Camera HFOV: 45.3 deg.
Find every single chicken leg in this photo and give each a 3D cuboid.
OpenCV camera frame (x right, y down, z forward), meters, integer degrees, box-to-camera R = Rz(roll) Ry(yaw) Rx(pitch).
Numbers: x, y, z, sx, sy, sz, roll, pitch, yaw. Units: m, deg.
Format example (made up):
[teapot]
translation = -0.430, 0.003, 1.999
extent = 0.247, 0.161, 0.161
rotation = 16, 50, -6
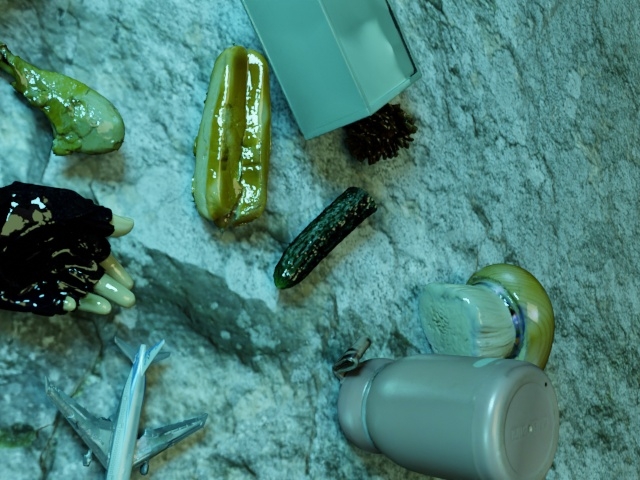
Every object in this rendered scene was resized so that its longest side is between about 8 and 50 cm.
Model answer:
[chicken leg]
translation = -0.308, -0.157, 0.879
extent = 0.178, 0.070, 0.093
rotation = 41, 66, -21

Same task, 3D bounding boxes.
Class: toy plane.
[toy plane]
translation = -0.227, 0.224, 0.898
extent = 0.226, 0.058, 0.226
rotation = 25, 72, -40

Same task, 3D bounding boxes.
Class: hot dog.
[hot dog]
translation = -0.116, -0.141, 1.033
extent = 0.109, 0.072, 0.269
rotation = 12, 78, -41

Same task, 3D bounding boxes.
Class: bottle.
[bottle]
translation = 0.157, 0.228, 1.069
extent = 0.173, 0.297, 0.206
rotation = -45, 118, -34

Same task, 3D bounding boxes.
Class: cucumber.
[cucumber]
translation = 0.000, 0.000, 1.121
extent = 0.215, 0.058, 0.052
rotation = -45, 147, -32

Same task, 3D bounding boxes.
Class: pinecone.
[pinecone]
translation = 0.090, -0.171, 1.203
extent = 0.109, 0.102, 0.102
rotation = -27, 103, -11

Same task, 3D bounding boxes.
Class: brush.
[brush]
translation = 0.275, 0.177, 1.275
extent = 0.166, 0.174, 0.266
rotation = -19, 113, -27

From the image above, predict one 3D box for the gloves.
[gloves]
translation = -0.287, 0.019, 0.841
extent = 0.164, 0.124, 0.203
rotation = -48, 146, -3

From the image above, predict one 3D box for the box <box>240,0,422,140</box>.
[box]
translation = 0.017, -0.292, 1.099
extent = 0.224, 0.118, 0.225
rotation = 65, 33, -13
